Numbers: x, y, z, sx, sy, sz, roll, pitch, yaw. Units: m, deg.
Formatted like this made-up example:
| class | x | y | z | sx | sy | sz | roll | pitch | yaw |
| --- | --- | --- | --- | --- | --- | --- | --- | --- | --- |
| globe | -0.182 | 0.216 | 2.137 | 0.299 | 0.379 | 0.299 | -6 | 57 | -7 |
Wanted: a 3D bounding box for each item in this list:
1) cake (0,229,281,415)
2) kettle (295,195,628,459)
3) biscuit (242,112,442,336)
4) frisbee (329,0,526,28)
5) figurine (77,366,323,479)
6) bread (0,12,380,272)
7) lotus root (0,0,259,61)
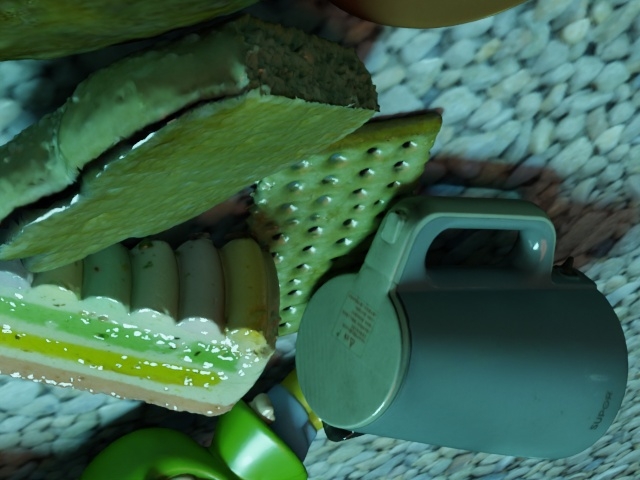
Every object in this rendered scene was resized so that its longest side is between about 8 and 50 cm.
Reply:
| class | x | y | z | sx | sy | sz | roll | pitch | yaw |
| --- | --- | --- | --- | --- | --- | --- | --- | --- | --- |
| cake | -0.135 | 0.059 | 0.804 | 0.225 | 0.090 | 0.109 | 0 | 143 | -26 |
| kettle | 0.116 | 0.067 | 0.954 | 0.243 | 0.160 | 0.210 | 10 | 113 | -42 |
| biscuit | 0.000 | 0.000 | 0.894 | 0.139 | 0.016 | 0.231 | -12 | 146 | -25 |
| frisbee | 0.098 | -0.208 | 0.662 | 0.251 | 0.021 | 0.251 | -20 | 147 | -14 |
| figurine | -0.098 | 0.205 | 1.014 | 0.263 | 0.143 | 0.162 | -39 | 153 | -12 |
| bread | -0.083 | -0.048 | 0.653 | 0.207 | 0.056 | 0.286 | -27 | 175 | 13 |
| lotus root | -0.038 | -0.155 | 0.489 | 0.314 | 0.210 | 0.142 | -18 | 125 | 9 |
